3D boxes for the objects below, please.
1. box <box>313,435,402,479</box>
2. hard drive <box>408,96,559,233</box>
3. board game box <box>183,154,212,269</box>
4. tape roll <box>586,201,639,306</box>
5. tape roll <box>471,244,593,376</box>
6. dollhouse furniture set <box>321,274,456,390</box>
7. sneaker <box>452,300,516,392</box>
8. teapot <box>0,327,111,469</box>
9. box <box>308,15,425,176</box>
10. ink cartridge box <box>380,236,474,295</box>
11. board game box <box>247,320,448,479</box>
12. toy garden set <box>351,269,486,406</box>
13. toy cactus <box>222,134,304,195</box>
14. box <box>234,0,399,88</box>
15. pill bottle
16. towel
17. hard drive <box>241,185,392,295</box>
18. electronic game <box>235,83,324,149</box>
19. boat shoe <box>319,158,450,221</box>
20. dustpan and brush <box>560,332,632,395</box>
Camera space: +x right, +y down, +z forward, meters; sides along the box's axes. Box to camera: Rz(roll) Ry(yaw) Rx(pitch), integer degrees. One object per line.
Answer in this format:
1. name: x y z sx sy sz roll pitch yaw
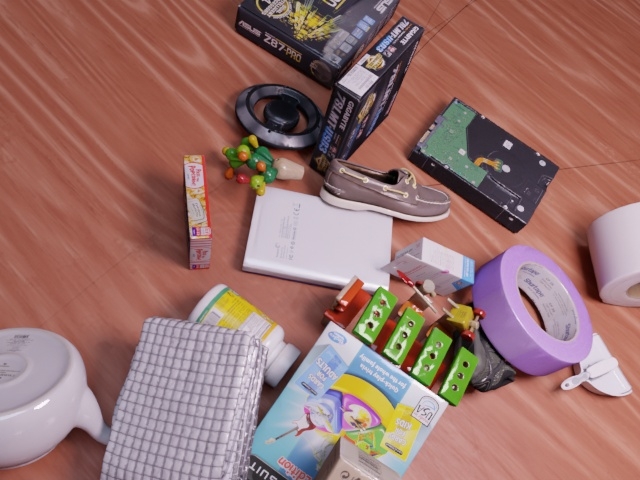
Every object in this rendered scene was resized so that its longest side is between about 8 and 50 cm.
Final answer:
1. box: 0.000 0.481 0.873 0.121 0.148 0.311 32 84 5
2. hard drive: 0.425 -0.200 1.475 0.339 0.064 0.237 36 60 5
3. board game box: -0.258 -0.056 1.179 0.045 0.146 0.193 -3 64 -16
4. tape roll: 0.771 0.037 1.334 0.246 0.246 0.169 7 61 -11
5. tape roll: 0.461 0.149 1.234 0.275 0.090 0.274 20 50 -26
6. dollhouse furniture set: 0.132 0.200 1.148 0.259 0.135 0.262 38 61 7
7. sneaker: 0.354 0.233 1.223 0.130 0.087 0.227 43 37 -19
8. teapot: -0.510 0.278 0.927 0.256 0.187 0.253 27 35 30
9. box: 0.105 -0.327 1.327 0.073 0.295 0.293 37 60 8
10. ink cartridge box: 0.233 0.053 1.242 0.181 0.104 0.061 23 59 -22
11. board game box: 0.026 0.353 1.008 0.254 0.079 0.336 34 81 5
12. toy garden set: 0.201 0.171 1.113 0.244 0.049 0.203 37 62 -5
13. toy cactus: -0.128 -0.162 1.276 0.181 0.112 0.219 12 20 -20
14. box: 0.002 -0.638 1.580 0.318 0.097 0.395 35 60 2
15. pill bottle: -0.145 0.187 1.096 0.208 0.117 0.117 36 60 6
16. towel: -0.222 0.283 0.965 0.235 0.121 0.283 3 70 21
17. hard drive: 0.000 0.000 1.275 0.319 0.040 0.210 11 60 -8
18. electronic game: -0.097 -0.308 1.401 0.230 0.048 0.229 11 50 -13
19. boat shoe: 0.165 -0.120 1.324 0.325 0.096 0.116 8 29 -13
20. dustpan and brush: 0.599 0.295 1.259 0.211 0.060 0.147 -16 68 -22
